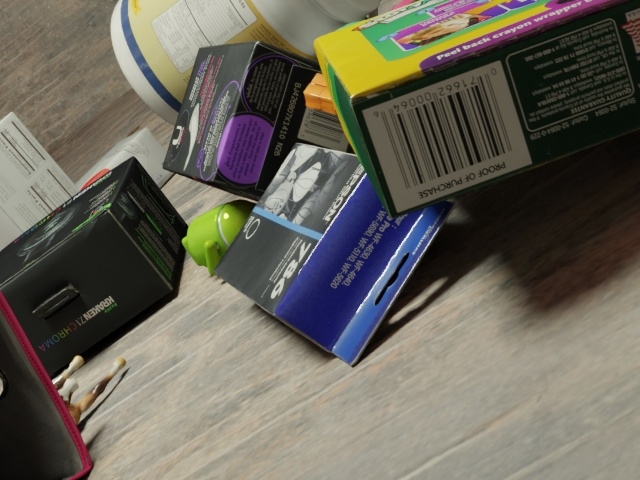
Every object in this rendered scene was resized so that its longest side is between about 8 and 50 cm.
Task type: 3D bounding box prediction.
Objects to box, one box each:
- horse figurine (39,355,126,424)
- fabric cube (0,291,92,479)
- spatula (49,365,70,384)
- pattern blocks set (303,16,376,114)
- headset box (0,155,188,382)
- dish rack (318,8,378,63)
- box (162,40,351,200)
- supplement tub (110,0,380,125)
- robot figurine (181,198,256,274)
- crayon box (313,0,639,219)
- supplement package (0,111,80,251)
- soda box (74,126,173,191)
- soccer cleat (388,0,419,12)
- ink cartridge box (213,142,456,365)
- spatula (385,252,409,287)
[{"bbox_3d":[-0.324,0.200,1.476,0.263,0.066,0.174,-29,14,28],"label":"horse figurine"},{"bbox_3d":[-0.420,0.189,1.257,0.258,0.254,0.259,-33,-7,20],"label":"fabric cube"},{"bbox_3d":[-0.412,0.230,1.666,0.242,0.019,0.168,-45,16,-19],"label":"spatula"},{"bbox_3d":[0.125,-0.180,1.382,0.285,0.026,0.325,-19,31,-14],"label":"pattern blocks set"},{"bbox_3d":[-0.310,0.043,1.730,0.246,0.131,0.283,-34,15,10],"label":"headset box"},{"bbox_3d":[-0.017,-0.204,1.893,0.285,0.072,0.333,-35,17,15],"label":"dish rack"},{"bbox_3d":[-0.070,-0.130,1.579,0.270,0.143,0.165,20,92,70],"label":"box"},{"bbox_3d":[-0.099,-0.309,1.818,0.316,0.228,0.228,-30,18,27],"label":"supplement tub"},{"bbox_3d":[-0.107,-0.007,1.560,0.115,0.067,0.101,-23,14,42],"label":"robot figurine"},{"bbox_3d":[0.190,-0.160,1.107,0.362,0.106,0.313,-20,16,1],"label":"crayon box"},{"bbox_3d":[-0.455,-0.012,1.970,0.204,0.262,0.145,-27,19,35],"label":"supplement package"},{"bbox_3d":[-0.358,-0.056,2.187,0.098,0.091,0.286,-17,27,51],"label":"soda box"},{"bbox_3d":[0.183,-0.274,1.620,0.331,0.116,0.143,-39,0,-8],"label":"soccer cleat"},{"bbox_3d":[0.000,0.000,1.250,0.165,0.065,0.332,-57,19,-4],"label":"ink cartridge box"},{"bbox_3d":[0.053,-0.023,1.320,0.084,0.030,0.296,-51,14,7],"label":"spatula"}]
